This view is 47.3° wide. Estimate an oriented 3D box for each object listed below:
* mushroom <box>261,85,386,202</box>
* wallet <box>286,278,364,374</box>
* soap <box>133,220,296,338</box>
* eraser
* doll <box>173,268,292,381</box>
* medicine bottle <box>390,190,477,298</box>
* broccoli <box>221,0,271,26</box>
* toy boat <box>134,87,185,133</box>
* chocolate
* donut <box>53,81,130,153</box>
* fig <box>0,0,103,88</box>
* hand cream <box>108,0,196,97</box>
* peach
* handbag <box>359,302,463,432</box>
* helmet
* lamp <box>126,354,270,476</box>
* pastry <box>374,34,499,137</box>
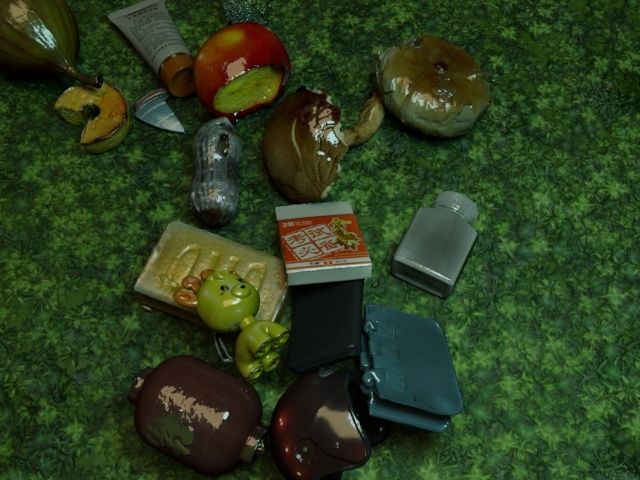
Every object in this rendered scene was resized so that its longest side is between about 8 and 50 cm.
[{"bbox_3d":[0.032,-0.206,1.507,0.302,0.208,0.232,-10,91,-11],"label":"mushroom"},{"bbox_3d":[0.013,0.134,1.332,0.149,0.044,0.250,-21,33,19],"label":"wallet"},{"bbox_3d":[-0.195,0.085,1.400,0.274,0.089,0.173,19,65,8],"label":"soap"},{"bbox_3d":[0.000,0.000,1.408,0.157,0.038,0.230,-6,34,-7],"label":"eraser"},{"bbox_3d":[-0.152,0.129,1.278,0.221,0.135,0.143,42,42,22],"label":"doll"},{"bbox_3d":[0.234,0.001,1.438,0.132,0.088,0.188,25,66,13],"label":"medicine bottle"},{"bbox_3d":[-0.152,-0.582,1.743,0.122,0.118,0.204,9,47,29],"label":"broccoli"},{"bbox_3d":[-0.352,-0.275,1.618,0.096,0.034,0.122,-33,68,-9],"label":"toy boat"},{"bbox_3d":[-0.218,-0.142,1.510,0.110,0.110,0.248,2,64,2],"label":"chocolate"},{"bbox_3d":[-0.483,-0.271,1.596,0.146,0.078,0.181,-34,61,-17],"label":"donut"},{"bbox_3d":[-0.597,-0.421,1.597,0.321,0.217,0.217,41,70,19],"label":"fig"},{"bbox_3d":[-0.380,-0.458,1.685,0.140,0.089,0.314,-24,61,-13],"label":"hand cream"},{"bbox_3d":[-0.169,-0.357,1.574,0.190,0.196,0.226,-16,44,39],"label":"peach"},{"bbox_3d":[0.143,0.216,1.266,0.179,0.062,0.229,17,33,-17],"label":"handbag"},{"bbox_3d":[0.012,0.317,1.216,0.193,0.189,0.215,14,93,15],"label":"helmet"},{"bbox_3d":[-0.205,0.303,1.248,0.258,0.180,0.180,26,66,10],"label":"lamp"},{"bbox_3d":[0.247,-0.334,1.570,0.257,0.120,0.235,-12,61,-24],"label":"pastry"}]
